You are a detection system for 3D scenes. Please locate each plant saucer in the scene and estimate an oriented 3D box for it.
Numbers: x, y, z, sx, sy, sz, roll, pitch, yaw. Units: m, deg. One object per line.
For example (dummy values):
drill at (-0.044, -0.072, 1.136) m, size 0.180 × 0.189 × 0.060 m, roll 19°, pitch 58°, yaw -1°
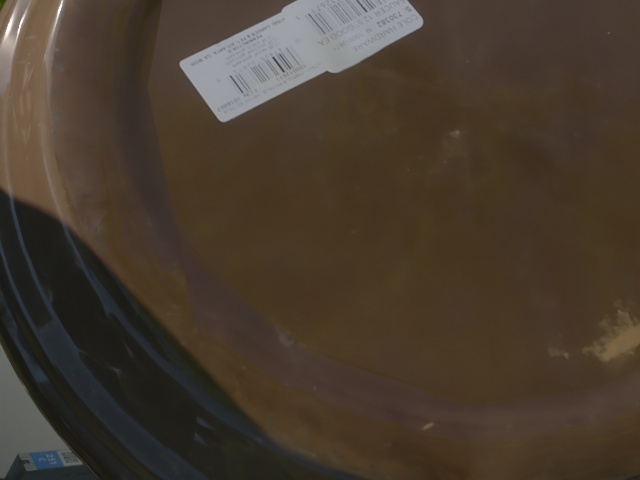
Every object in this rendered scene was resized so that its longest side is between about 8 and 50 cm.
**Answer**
plant saucer at (0.038, -0.029, 0.501) m, size 0.278 × 0.041 × 0.278 m, roll 3°, pitch 62°, yaw -6°

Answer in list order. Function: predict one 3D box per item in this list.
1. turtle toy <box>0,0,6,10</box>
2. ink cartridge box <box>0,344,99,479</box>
turtle toy at (-0.155, -0.151, 1.027) m, size 0.130 × 0.066 × 0.095 m, roll -5°, pitch 89°, yaw 7°
ink cartridge box at (-0.189, 0.090, 1.337) m, size 0.261 × 0.296 × 0.066 m, roll -47°, pitch 23°, yaw 22°
